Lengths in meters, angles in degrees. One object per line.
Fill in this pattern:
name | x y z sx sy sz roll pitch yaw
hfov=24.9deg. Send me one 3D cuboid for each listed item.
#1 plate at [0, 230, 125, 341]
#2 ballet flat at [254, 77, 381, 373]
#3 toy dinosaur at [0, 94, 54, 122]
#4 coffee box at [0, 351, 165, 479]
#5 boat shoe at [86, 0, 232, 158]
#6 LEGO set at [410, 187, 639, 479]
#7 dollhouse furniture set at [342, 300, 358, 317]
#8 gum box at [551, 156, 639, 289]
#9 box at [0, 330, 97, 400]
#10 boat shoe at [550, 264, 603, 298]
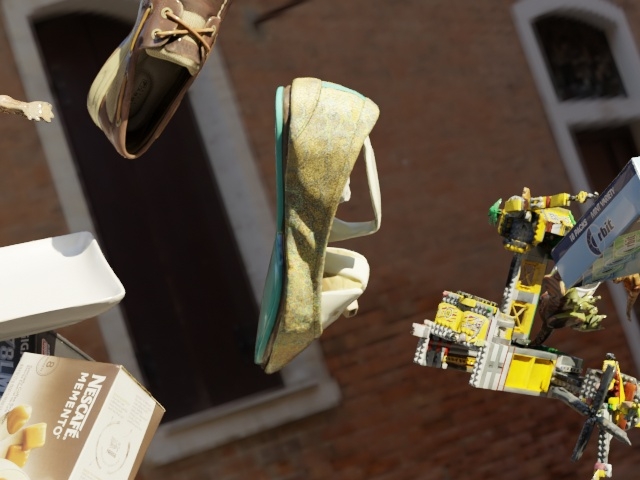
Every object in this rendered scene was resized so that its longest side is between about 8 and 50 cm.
plate | -0.401 0.070 1.829 0.277 0.045 0.278 -12 19 -15
ballet flat | 0.000 0.000 1.449 0.123 0.123 0.349 -15 -50 -28
toy dinosaur | -0.444 -0.152 1.626 0.200 0.127 0.295 -26 -12 36
coffee box | -0.277 0.247 1.463 0.141 0.246 0.098 5 -31 33
boat shoe | -0.178 -0.253 1.824 0.123 0.123 0.342 20 -64 -36
LEGO set | 0.245 0.071 1.492 0.192 0.255 0.331 12 12 -42
dollhouse furniture set | -0.004 0.036 1.685 0.091 0.081 0.114 -16 -34 -23
gum box | 0.300 -0.026 1.171 0.184 0.041 0.157 -10 -23 -22
box | -0.363 0.295 2.023 0.073 0.296 0.293 -9 -25 12
boat shoe | 0.353 0.010 1.912 0.076 0.080 0.228 -64 -12 24
